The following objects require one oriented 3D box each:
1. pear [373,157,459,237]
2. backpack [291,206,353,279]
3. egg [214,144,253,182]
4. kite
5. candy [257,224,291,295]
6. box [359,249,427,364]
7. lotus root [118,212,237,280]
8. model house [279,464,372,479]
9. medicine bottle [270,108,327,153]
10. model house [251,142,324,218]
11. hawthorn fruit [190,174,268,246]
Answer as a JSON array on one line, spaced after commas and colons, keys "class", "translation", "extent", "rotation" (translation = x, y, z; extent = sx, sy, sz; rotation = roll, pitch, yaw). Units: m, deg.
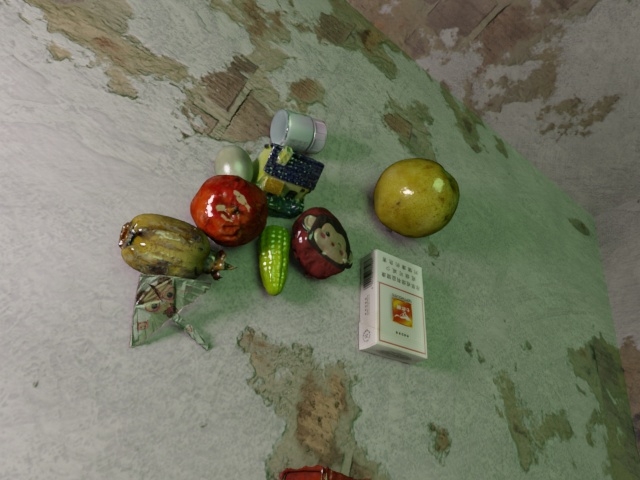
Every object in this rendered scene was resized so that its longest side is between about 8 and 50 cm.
[{"class": "pear", "translation": [0.362, -0.159, 1.555], "extent": [0.304, 0.304, 0.303], "rotation": [17, 56, -28]}, {"class": "backpack", "translation": [0.002, -0.001, 1.291], "extent": [0.229, 0.139, 0.229], "rotation": [31, 46, -39]}, {"class": "egg", "translation": [-0.257, -0.211, 1.248], "extent": [0.114, 0.114, 0.152], "rotation": [5, 64, -34]}, {"class": "kite", "translation": [-0.345, 0.176, 0.986], "extent": [0.229, 0.012, 0.250], "rotation": [-42, 112, -19]}, {"class": "candy", "translation": [-0.132, 0.058, 1.199], "extent": [0.097, 0.097, 0.209], "rotation": [14, 59, -30]}, {"class": "box", "translation": [0.237, 0.215, 1.378], "extent": [0.210, 0.095, 0.330], "rotation": [21, 53, -25]}, {"class": "lotus root", "translation": [-0.346, 0.027, 1.032], "extent": [0.278, 0.154, 0.154], "rotation": [19, 55, -26]}, {"class": "model house", "translation": [0.043, 0.616, 0.940], "extent": [0.254, 0.196, 0.160], "rotation": [26, 50, -23]}, {"class": "medicine bottle", "translation": [-0.075, -0.374, 1.461], "extent": [0.169, 0.135, 0.135], "rotation": [3, 64, -34]}, {"class": "model house", "translation": [-0.100, -0.190, 1.288], "extent": [0.194, 0.211, 0.170], "rotation": [17, 54, -29]}, {"class": "hawthorn fruit", "translation": [-0.236, -0.077, 1.097], "extent": [0.208, 0.243, 0.207], "rotation": [-1, 92, -14]}]
